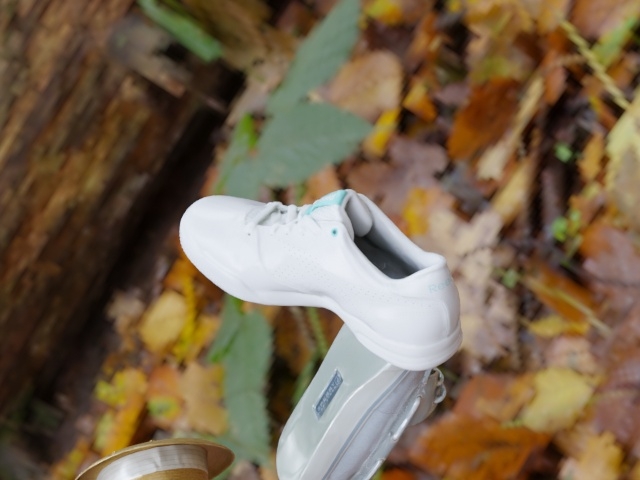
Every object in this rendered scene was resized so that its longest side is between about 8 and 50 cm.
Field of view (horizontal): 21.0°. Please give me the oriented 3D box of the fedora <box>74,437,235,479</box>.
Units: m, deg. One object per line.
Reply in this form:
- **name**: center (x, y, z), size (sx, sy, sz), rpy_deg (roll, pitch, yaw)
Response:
- **fedora**: center (-0.182, 0.286, 1.923), size (0.194, 0.194, 0.079), rpy_deg (-39, 54, 42)

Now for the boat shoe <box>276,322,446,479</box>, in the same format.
- **boat shoe**: center (0.050, 0.111, 1.336), size (0.227, 0.081, 0.079), rpy_deg (-56, 34, 26)

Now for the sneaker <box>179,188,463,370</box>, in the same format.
- **sneaker**: center (0.000, 0.000, 1.107), size (0.080, 0.212, 0.094), rpy_deg (-46, -33, -37)
